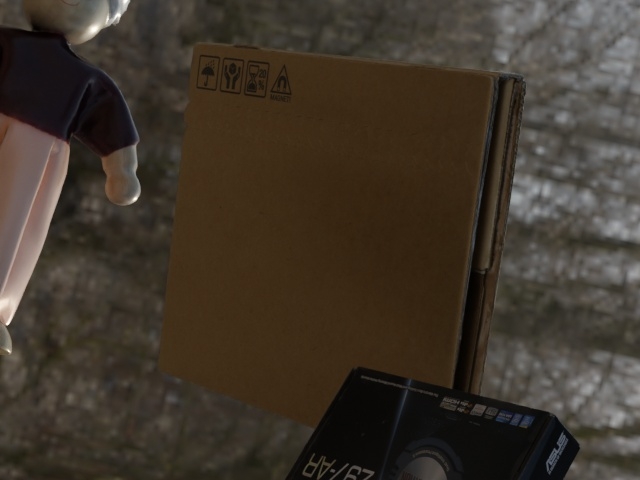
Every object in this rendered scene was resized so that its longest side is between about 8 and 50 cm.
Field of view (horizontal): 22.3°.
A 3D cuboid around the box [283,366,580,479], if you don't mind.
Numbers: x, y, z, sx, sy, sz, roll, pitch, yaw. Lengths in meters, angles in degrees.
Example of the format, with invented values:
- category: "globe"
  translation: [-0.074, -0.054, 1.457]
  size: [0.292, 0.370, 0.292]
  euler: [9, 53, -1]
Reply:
- category: "box"
  translation: [0.026, 0.075, 0.480]
  size: [0.018, 0.083, 0.067]
  euler: [49, 65, -36]

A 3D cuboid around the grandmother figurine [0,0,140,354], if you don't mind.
- category: "grandmother figurine"
  translation: [-0.230, -0.087, 1.260]
  size: [0.104, 0.207, 0.342]
  euler: [-7, -117, 58]

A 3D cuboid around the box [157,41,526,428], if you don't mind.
- category: "box"
  translation: [0.000, 0.000, 0.719]
  size: [0.201, 0.021, 0.164]
  euler: [13, -82, 48]
